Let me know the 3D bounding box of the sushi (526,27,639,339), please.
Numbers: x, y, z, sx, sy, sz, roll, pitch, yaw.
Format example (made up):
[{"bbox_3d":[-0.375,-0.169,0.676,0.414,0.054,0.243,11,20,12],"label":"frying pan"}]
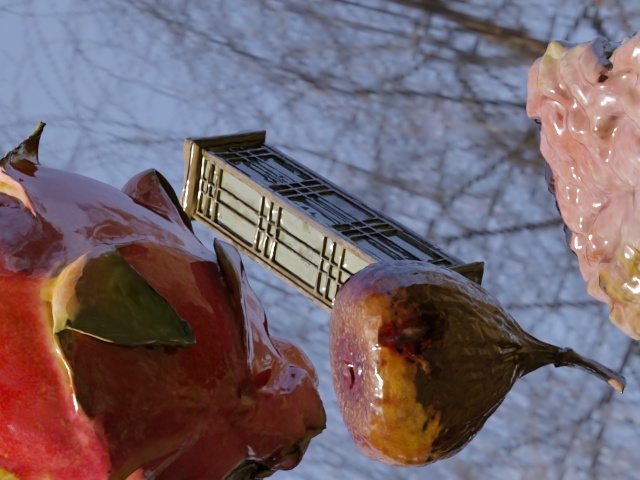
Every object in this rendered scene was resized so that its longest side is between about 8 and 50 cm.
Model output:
[{"bbox_3d":[0.246,-0.055,0.934,0.270,0.236,0.171,-20,-91,-26],"label":"sushi"}]

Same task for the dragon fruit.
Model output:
[{"bbox_3d":[-0.124,0.071,0.992,0.227,0.224,0.224,45,-108,-6],"label":"dragon fruit"}]

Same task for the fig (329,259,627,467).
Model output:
[{"bbox_3d":[0.109,0.076,1.310,0.201,0.134,0.146,-9,-66,-8],"label":"fig"}]

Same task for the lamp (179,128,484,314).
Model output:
[{"bbox_3d":[0.000,0.000,1.625,0.090,0.325,0.089,-10,-60,-38],"label":"lamp"}]
